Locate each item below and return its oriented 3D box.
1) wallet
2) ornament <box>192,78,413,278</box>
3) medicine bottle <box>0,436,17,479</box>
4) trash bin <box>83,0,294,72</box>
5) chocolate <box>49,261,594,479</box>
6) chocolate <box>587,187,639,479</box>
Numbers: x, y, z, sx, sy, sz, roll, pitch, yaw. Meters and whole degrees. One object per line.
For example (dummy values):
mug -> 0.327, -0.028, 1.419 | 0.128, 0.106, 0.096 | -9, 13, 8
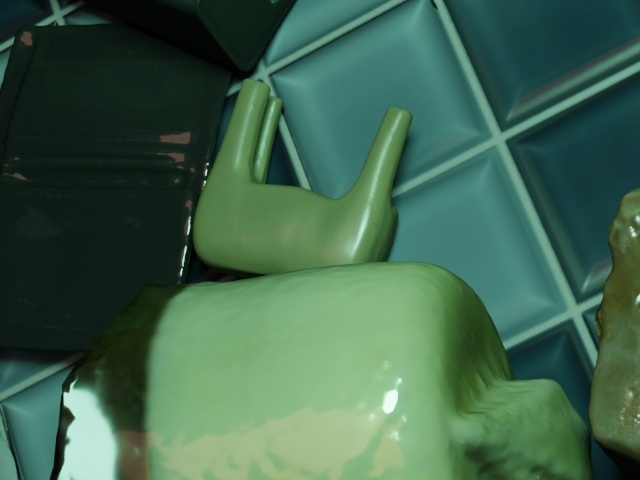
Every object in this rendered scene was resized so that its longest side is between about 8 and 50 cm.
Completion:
wallet -> -0.207, -0.054, 1.682 | 0.247, 0.041, 0.323 | 1, 65, 25
ornament -> 0.000, 0.000, 1.556 | 0.230, 0.061, 0.245 | 11, 75, 25
medicine bottle -> -0.365, 0.178, 1.542 | 0.152, 0.254, 0.152 | -9, 67, 22
trash bin -> -0.128, -0.268, 1.685 | 0.225, 0.115, 0.165 | 22, 74, 34
chocolate -> 0.022, 0.165, 1.319 | 0.297, 0.326, 0.314 | -10, 111, 29
chocolate -> 0.252, 0.079, 1.365 | 0.093, 0.148, 0.214 | 4, 70, 31
